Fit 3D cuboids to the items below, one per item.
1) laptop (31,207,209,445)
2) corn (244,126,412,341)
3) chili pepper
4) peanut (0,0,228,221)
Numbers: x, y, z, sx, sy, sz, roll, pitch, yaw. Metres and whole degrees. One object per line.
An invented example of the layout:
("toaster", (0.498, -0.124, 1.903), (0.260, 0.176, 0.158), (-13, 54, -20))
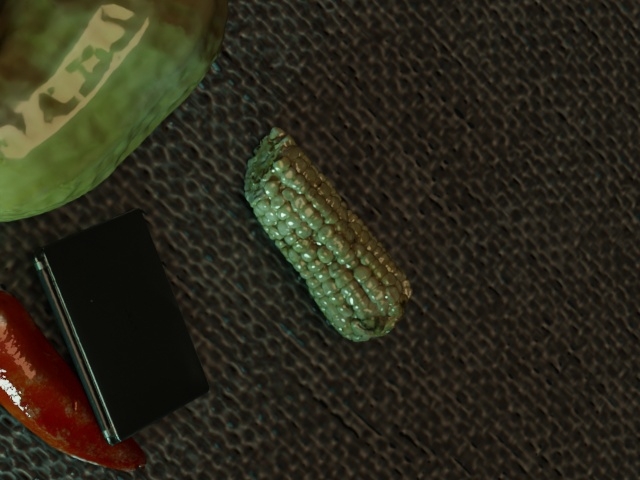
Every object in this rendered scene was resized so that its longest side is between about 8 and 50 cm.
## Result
("laptop", (-0.172, 0.073, 1.389), (0.129, 0.016, 0.180), (-27, 99, -47))
("corn", (0.000, 0.000, 1.457), (0.087, 0.087, 0.211), (-44, 102, -20))
("chili pepper", (-0.246, 0.113, 1.352), (0.071, 0.063, 0.272), (-42, 107, -8))
("peanut", (-0.217, -0.127, 1.326), (0.340, 0.158, 0.174), (-49, 127, -15))
